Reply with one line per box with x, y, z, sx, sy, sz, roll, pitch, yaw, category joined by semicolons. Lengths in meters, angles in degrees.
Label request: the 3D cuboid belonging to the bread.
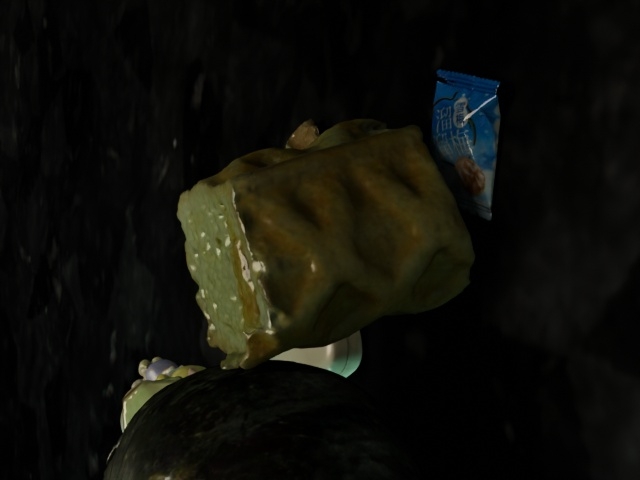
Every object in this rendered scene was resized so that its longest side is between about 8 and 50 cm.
-0.003;-0.001;1.302;0.196;0.252;0.238;121;133;-60;bread

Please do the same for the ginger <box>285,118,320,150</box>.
-0.006;-0.099;1.550;0.057;0.044;0.137;-58;39;16;ginger

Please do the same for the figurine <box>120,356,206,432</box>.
-0.162;0.246;1.759;0.235;0.127;0.155;7;90;50;figurine

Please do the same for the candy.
0.141;-0.094;1.286;0.088;0.038;0.136;20;114;46;candy

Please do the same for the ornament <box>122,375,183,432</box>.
-0.150;0.256;1.659;0.201;0.059;0.180;-7;77;18;ornament

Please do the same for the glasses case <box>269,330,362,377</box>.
-0.014;0.140;1.549;0.196;0.050;0.083;-41;56;54;glasses case

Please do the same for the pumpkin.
-0.047;0.337;1.292;0.454;0.344;0.454;178;90;-69;pumpkin
